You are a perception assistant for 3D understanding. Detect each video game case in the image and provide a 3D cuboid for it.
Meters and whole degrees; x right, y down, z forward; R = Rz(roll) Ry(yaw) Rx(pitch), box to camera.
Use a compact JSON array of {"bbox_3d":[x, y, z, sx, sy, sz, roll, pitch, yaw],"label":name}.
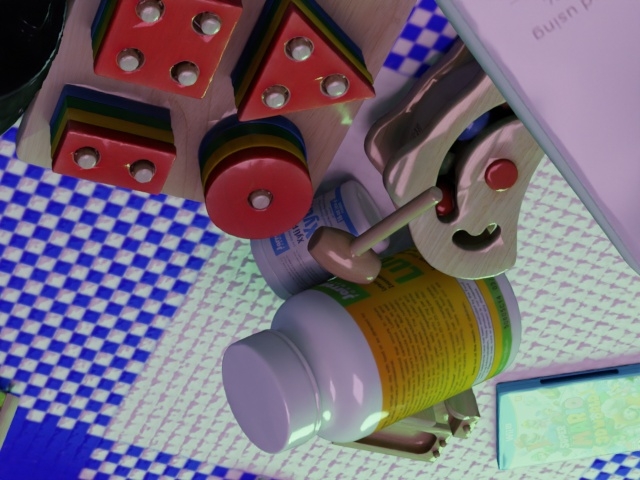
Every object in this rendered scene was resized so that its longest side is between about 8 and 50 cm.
[{"bbox_3d":[0.261,0.179,1.789,0.166,0.015,0.119,-8,132,-2],"label":"video game case"}]

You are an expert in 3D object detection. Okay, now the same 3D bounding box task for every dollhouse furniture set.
[{"bbox_3d":[0.083,0.181,1.687,0.144,0.123,0.151,13,128,-20],"label":"dollhouse furniture set"}]

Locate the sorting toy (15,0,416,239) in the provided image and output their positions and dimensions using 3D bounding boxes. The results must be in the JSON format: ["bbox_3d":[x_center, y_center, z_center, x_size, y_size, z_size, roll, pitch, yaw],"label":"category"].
[{"bbox_3d":[-0.081,-0.118,1.391,0.255,0.089,0.257,13,128,-21],"label":"sorting toy"}]

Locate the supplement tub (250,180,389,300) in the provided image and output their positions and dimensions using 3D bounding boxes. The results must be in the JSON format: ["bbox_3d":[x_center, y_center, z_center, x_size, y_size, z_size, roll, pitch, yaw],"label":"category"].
[{"bbox_3d":[0.000,0.000,1.550,0.107,0.071,0.071,-28,130,14],"label":"supplement tub"}]

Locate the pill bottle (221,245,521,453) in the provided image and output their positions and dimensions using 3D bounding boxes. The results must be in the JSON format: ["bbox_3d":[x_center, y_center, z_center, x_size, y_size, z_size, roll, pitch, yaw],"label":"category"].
[{"bbox_3d":[0.042,0.094,1.532,0.245,0.136,0.136,-21,139,-31],"label":"pill bottle"}]

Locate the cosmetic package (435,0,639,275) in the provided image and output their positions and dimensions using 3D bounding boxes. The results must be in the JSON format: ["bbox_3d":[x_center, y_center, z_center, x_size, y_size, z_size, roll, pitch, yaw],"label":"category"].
[{"bbox_3d":[0.197,-0.256,1.075,0.329,0.394,0.327,-36,116,8],"label":"cosmetic package"}]

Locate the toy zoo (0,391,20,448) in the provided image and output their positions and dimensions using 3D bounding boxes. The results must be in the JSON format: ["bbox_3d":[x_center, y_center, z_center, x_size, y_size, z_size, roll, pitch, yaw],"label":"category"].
[{"bbox_3d":[-0.434,0.178,1.577,0.293,0.192,0.030,27,166,-29],"label":"toy zoo"}]

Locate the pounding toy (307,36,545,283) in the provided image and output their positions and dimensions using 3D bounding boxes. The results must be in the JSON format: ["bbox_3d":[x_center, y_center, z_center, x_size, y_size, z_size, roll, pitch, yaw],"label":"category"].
[{"bbox_3d":[0.131,-0.043,1.449,0.154,0.155,0.269,37,104,-28],"label":"pounding toy"}]

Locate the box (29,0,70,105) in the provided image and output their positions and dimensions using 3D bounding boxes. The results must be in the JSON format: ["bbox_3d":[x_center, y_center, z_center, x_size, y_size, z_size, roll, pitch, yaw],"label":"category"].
[{"bbox_3d":[-0.156,-0.172,1.404,0.164,0.021,0.201,20,125,-25],"label":"box"}]

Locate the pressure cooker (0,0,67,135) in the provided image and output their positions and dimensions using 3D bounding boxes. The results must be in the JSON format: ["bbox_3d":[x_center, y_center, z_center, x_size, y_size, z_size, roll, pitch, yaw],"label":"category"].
[{"bbox_3d":[-0.418,-0.127,1.155,0.420,0.370,0.375,-31,141,32],"label":"pressure cooker"}]
